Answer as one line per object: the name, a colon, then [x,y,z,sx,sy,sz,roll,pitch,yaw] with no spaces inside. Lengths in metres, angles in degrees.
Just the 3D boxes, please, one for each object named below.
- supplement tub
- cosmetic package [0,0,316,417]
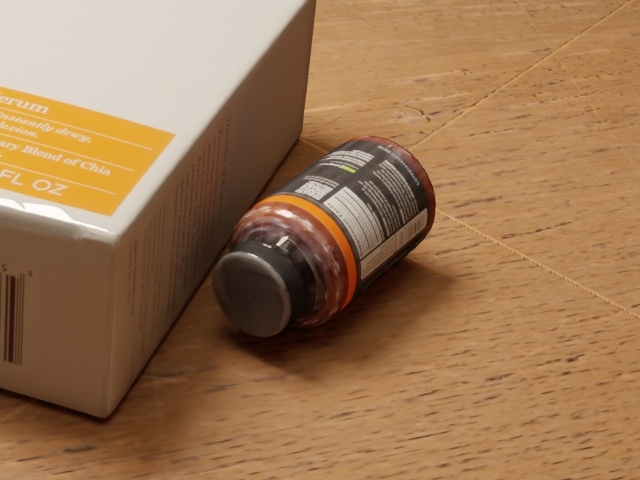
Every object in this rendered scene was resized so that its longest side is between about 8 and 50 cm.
supplement tub: [0.000,0.000,1.320,0.106,0.106,0.198,25,37,24]
cosmetic package: [-0.178,-0.076,1.348,0.230,0.161,0.453,15,33,10]
